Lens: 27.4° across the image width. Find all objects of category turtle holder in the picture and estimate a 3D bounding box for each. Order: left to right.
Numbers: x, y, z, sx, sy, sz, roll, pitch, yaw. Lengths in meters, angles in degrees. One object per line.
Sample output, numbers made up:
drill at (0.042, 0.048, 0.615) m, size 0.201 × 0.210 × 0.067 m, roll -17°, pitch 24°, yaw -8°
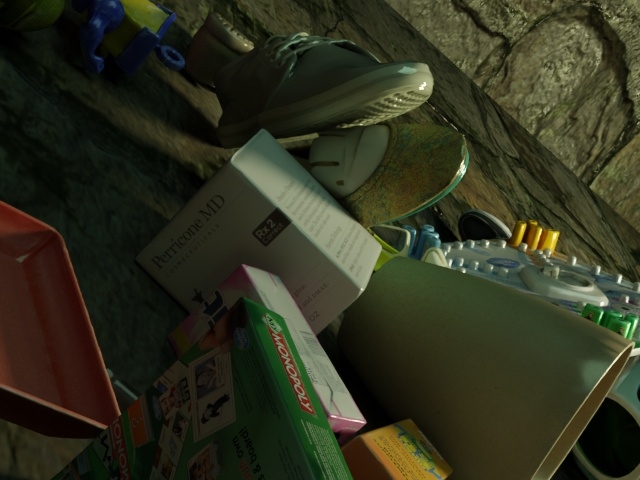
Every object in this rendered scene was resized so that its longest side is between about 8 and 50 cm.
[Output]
turtle holder at (0.448, 0.233, 1.841) m, size 0.227 × 0.243 × 0.320 m, roll 0°, pitch 65°, yaw -45°

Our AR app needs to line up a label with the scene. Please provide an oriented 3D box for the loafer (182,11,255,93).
loafer at (-0.143, -0.255, 1.821) m, size 0.102 × 0.092 × 0.268 m, roll 44°, pitch 3°, yaw 2°

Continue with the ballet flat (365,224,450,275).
ballet flat at (0.111, 0.031, 1.675) m, size 0.231 × 0.077 × 0.077 m, roll 29°, pitch 8°, yaw 15°

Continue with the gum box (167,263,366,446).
gum box at (-0.049, 0.129, 1.190) m, size 0.062 × 0.107 × 0.188 m, roll 20°, pitch 31°, yaw -52°

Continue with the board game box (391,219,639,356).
board game box at (0.361, 0.056, 1.929) m, size 0.390 × 0.050 × 0.390 m, roll 25°, pitch 17°, yaw 36°

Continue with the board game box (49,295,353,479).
board game box at (-0.062, 0.216, 0.816) m, size 0.046 × 0.213 × 0.317 m, roll 29°, pitch 26°, yaw -41°

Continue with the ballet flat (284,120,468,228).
ballet flat at (0.007, -0.071, 1.450) m, size 0.123 × 0.348 × 0.123 m, roll 8°, pitch 77°, yaw -38°

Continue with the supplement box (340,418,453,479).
supplement box at (0.057, 0.222, 1.227) m, size 0.078 × 0.080 × 0.233 m, roll 51°, pitch 7°, yaw 12°

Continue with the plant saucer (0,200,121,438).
plant saucer at (-0.282, 0.031, 0.963) m, size 0.259 × 0.048 × 0.258 m, roll 30°, pitch 20°, yaw -38°

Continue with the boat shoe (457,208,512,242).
boat shoe at (0.294, 0.040, 2.178) m, size 0.076 × 0.080 × 0.228 m, roll 12°, pitch 46°, yaw -62°

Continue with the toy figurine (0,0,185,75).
toy figurine at (-0.231, -0.287, 1.556) m, size 0.217 × 0.191 × 0.362 m, roll 46°, pitch 19°, yaw -15°

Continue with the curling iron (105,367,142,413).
curling iron at (-0.084, 0.196, 1.091) m, size 0.274 × 0.035 × 0.068 m, roll 40°, pitch 15°, yaw -20°

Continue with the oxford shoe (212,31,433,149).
oxford shoe at (-0.019, -0.184, 1.541) m, size 0.169 × 0.130 × 0.449 m, roll -8°, pitch 4°, yaw -23°

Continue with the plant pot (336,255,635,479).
plant pot at (0.163, 0.144, 1.466) m, size 0.274 × 0.256 × 0.256 m, roll 34°, pitch 14°, yaw 18°

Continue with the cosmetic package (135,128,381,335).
cosmetic package at (-0.059, 0.012, 1.343) m, size 0.183 × 0.151 × 0.151 m, roll 44°, pitch 19°, yaw -5°
